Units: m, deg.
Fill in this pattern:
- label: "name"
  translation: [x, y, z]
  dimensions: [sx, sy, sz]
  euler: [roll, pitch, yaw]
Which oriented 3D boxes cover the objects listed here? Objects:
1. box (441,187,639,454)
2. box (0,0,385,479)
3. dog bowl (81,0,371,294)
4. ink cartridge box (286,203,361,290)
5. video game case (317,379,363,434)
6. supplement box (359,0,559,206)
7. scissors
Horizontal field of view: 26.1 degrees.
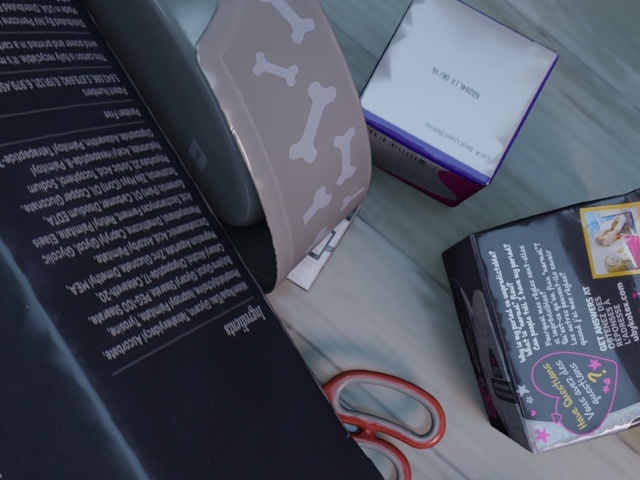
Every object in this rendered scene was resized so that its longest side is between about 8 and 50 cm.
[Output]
- label: "box"
  translation: [0.184, 0.061, 1.040]
  dimensions: [0.142, 0.247, 0.163]
  euler: [-15, 87, 1]
- label: "box"
  translation: [-0.300, 0.115, 0.945]
  dimensions: [0.480, 0.297, 0.472]
  euler: [-33, 89, 19]
- label: "dog bowl"
  translation: [-0.088, -0.134, 1.013]
  dimensions: [0.102, 0.349, 0.349]
  euler: [-31, 87, -15]
- label: "ink cartridge box"
  translation: [0.000, 0.000, 1.141]
  dimensions: [0.028, 0.048, 0.083]
  euler: [33, 86, 1]
- label: "video game case"
  translation: [-0.081, 0.176, 1.145]
  dimensions: [0.173, 0.022, 0.190]
  euler: [38, 87, 1]
- label: "supplement box"
  translation: [0.092, -0.104, 1.063]
  dimensions: [0.111, 0.220, 0.114]
  euler: [29, 86, 0]
- label: "scissors"
  translation: [-0.047, 0.129, 1.129]
  dimensions: [0.297, 0.021, 0.109]
  euler: [20, 90, 2]
